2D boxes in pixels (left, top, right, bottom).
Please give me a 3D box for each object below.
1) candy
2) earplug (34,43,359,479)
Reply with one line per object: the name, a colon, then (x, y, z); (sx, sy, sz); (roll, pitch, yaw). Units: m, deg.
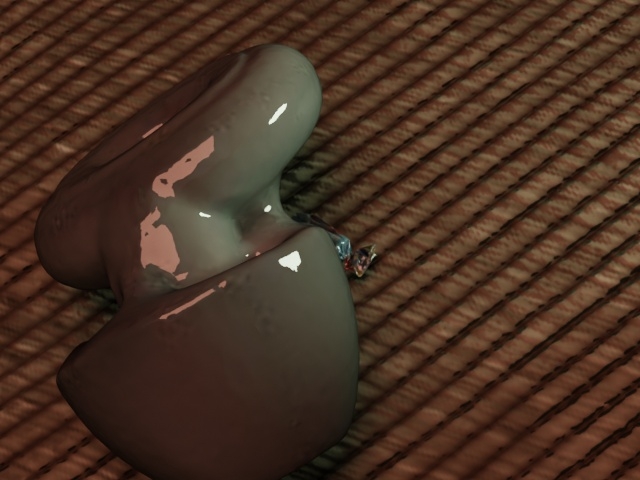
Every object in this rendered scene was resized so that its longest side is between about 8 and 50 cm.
candy: (0.000, -0.001, 1.194); (0.083, 0.020, 0.030); (27, 68, 30)
earplug: (-0.071, 0.010, 1.127); (0.214, 0.175, 0.325); (-32, 44, 23)
